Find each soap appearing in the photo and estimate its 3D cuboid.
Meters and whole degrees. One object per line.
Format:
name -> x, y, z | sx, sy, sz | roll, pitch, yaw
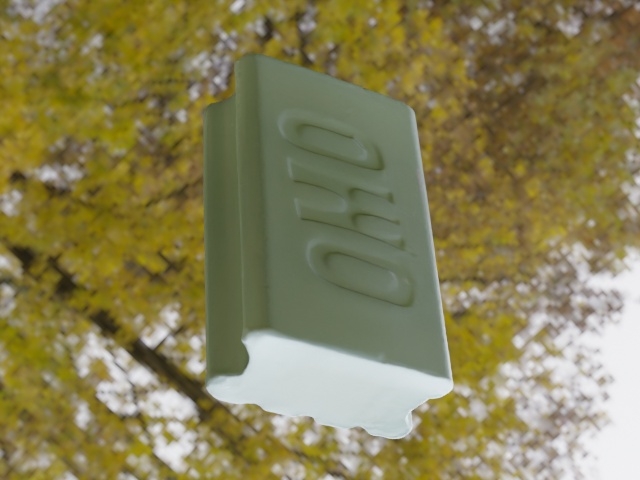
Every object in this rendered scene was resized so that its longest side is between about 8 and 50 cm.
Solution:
soap -> 0.000, 0.000, 1.085 | 0.087, 0.159, 0.265 | -51, -148, 41
